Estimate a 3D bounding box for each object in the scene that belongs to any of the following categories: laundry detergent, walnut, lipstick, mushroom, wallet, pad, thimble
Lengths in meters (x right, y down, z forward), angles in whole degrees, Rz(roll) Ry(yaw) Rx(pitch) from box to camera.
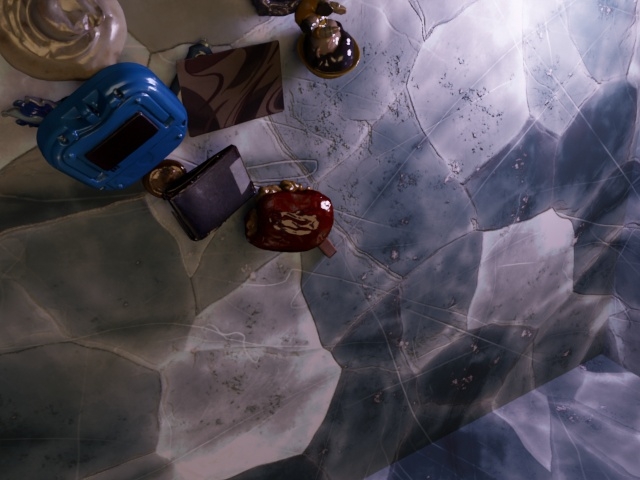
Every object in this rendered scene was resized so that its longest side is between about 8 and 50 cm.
[{"bbox_3d":[-0.352,-0.464,1.489,0.097,0.061,0.206,20,100,-31],"label":"laundry detergent"},{"bbox_3d":[-0.104,-0.084,1.719,0.269,0.222,0.243,1,79,-25],"label":"walnut"},{"bbox_3d":[0.000,0.000,1.900,0.045,0.045,0.145,-43,124,-4],"label":"lipstick"},{"bbox_3d":[-0.450,-0.181,1.548,0.126,0.084,0.109,-5,140,-24],"label":"mushroom"},{"bbox_3d":[-0.328,-0.143,1.605,0.262,0.071,0.220,-40,144,-15],"label":"wallet"},{"bbox_3d":[-0.247,-0.440,1.543,0.330,0.004,0.219,-25,128,-29],"label":"pad"},{"bbox_3d":[-0.581,-0.501,1.178,0.315,0.336,0.314,-9,106,-32],"label":"mushroom"},{"bbox_3d":[-0.127,-0.698,1.485,0.150,0.098,0.149,-11,115,-24],"label":"thimble"}]

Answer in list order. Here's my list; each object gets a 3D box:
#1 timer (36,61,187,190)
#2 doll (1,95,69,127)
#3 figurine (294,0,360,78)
[{"bbox_3d":[-0.516,-0.275,1.363,0.340,0.115,0.309,-39,158,2],"label":"timer"},{"bbox_3d":[-0.700,-0.327,1.356,0.195,0.070,0.096,-11,147,-28],"label":"doll"},{"bbox_3d":[0.008,-0.588,1.549,0.192,0.167,0.256,-62,147,-19],"label":"figurine"}]
